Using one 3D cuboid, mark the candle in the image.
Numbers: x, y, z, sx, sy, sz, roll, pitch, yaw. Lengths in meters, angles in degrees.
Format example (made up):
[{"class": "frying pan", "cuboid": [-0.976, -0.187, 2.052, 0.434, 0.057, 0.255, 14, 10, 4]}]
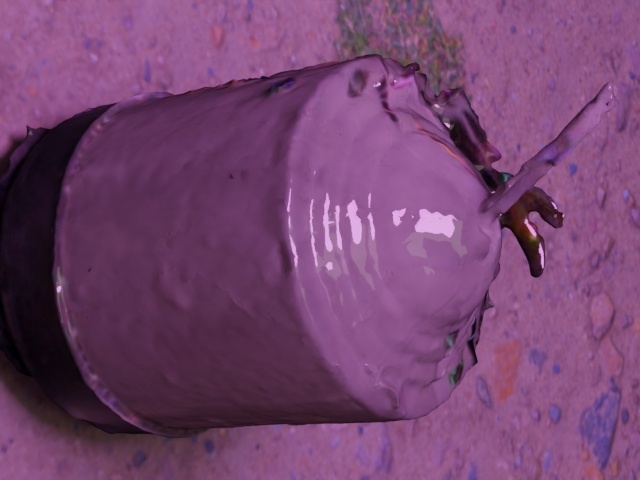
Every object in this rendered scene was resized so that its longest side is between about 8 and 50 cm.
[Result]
[{"class": "candle", "cuboid": [0.000, 0.000, 0.851, 0.187, 0.330, 0.187, 13, 73, -52]}]
